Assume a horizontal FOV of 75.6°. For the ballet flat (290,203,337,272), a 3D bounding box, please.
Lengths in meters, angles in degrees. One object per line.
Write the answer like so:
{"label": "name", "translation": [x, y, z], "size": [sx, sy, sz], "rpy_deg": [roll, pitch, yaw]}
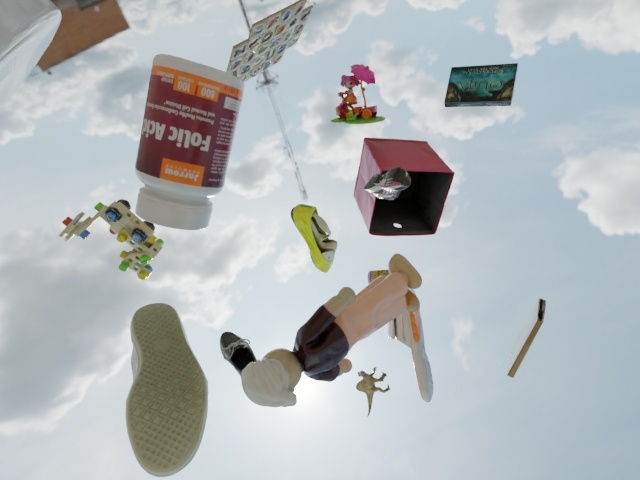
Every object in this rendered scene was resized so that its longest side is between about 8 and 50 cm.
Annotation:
{"label": "ballet flat", "translation": [0.000, 0.000, 1.065], "size": [0.077, 0.231, 0.077], "rpy_deg": [-4, -140, 29]}

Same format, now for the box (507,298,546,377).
{"label": "box", "translation": [0.604, 0.284, 1.210], "size": [0.021, 0.201, 0.164], "rpy_deg": [25, -154, 21]}

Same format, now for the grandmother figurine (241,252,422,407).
{"label": "grandmother figurine", "translation": [0.024, 0.162, 0.697], "size": [0.342, 0.207, 0.104], "rpy_deg": [-28, -146, -27]}

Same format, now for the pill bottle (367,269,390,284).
{"label": "pill bottle", "translation": [0.164, 0.095, 1.042], "size": [0.083, 0.043, 0.043], "rpy_deg": [-6, -139, 23]}

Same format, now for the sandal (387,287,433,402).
{"label": "sandal", "translation": [0.183, 0.214, 0.896], "size": [0.076, 0.102, 0.265], "rpy_deg": [-13, -105, 20]}

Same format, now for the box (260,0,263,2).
{"label": "box", "translation": [-0.072, -0.588, 0.811], "size": [0.207, 0.036, 0.114], "rpy_deg": [-66, -162, -14]}

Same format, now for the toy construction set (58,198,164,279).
{"label": "toy construction set", "translation": [-0.675, -0.010, 1.384], "size": [0.215, 0.328, 0.151], "rpy_deg": [-34, -145, 30]}

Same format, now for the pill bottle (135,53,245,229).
{"label": "pill bottle", "translation": [-0.342, -0.240, 1.054], "size": [0.224, 0.392, 0.224], "rpy_deg": [14, -167, -3]}

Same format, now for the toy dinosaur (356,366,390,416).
{"label": "toy dinosaur", "translation": [0.148, 0.419, 1.189], "size": [0.093, 0.183, 0.053], "rpy_deg": [-17, -151, -4]}

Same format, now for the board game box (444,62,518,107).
{"label": "board game box", "translation": [0.468, -0.453, 1.210], "size": [0.186, 0.026, 0.126], "rpy_deg": [8, -103, 28]}

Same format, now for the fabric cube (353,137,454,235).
{"label": "fabric cube", "translation": [0.279, -0.193, 1.470], "size": [0.254, 0.259, 0.258], "rpy_deg": [-1, -144, -11]}

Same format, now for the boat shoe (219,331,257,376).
{"label": "boat shoe", "translation": [-0.262, 0.370, 1.332], "size": [0.095, 0.079, 0.254], "rpy_deg": [-25, -139, -20]}

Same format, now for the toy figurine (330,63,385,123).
{"label": "toy figurine", "translation": [0.104, -0.434, 1.218], "size": [0.173, 0.159, 0.130], "rpy_deg": [8, -153, 28]}

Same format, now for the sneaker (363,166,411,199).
{"label": "sneaker", "translation": [0.200, -0.150, 1.146], "size": [0.072, 0.077, 0.178], "rpy_deg": [-56, -159, -9]}

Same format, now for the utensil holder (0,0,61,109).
{"label": "utensil holder", "translation": [-0.486, -0.221, 0.321], "size": [0.328, 0.385, 0.327], "rpy_deg": [-30, -142, 27]}

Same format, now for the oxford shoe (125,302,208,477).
{"label": "oxford shoe", "translation": [-0.356, 0.327, 0.947], "size": [0.169, 0.130, 0.449], "rpy_deg": [-5, -146, -25]}

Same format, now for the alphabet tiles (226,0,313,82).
{"label": "alphabet tiles", "translation": [-0.166, -0.623, 1.312], "size": [0.342, 0.011, 0.285], "rpy_deg": [-43, -178, -27]}
